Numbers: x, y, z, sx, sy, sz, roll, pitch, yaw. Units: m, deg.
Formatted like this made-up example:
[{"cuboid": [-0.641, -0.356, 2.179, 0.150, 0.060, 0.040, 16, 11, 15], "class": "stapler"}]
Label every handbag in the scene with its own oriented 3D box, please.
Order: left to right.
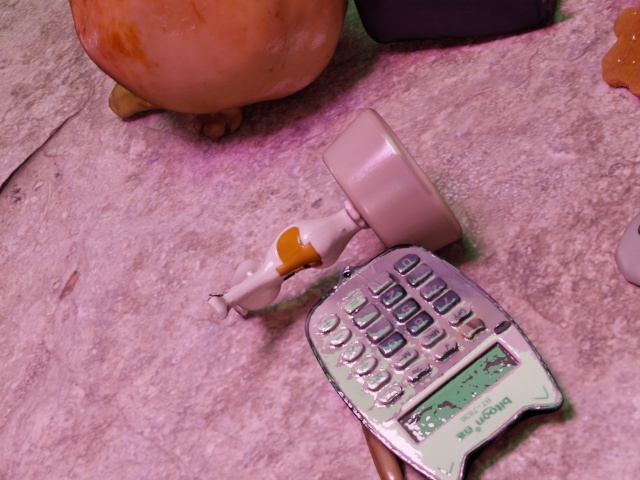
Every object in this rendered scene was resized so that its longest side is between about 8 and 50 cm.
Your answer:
[{"cuboid": [0.203, -0.419, 1.526, 0.275, 0.178, 0.301, -3, 46, 31], "class": "handbag"}]

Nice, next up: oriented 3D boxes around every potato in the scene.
[{"cuboid": [-0.268, -0.236, 1.721, 0.138, 0.070, 0.091, -13, 41, 22], "class": "potato"}]

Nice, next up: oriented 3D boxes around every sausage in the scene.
[{"cuboid": [0.056, 0.191, 1.081, 0.024, 0.024, 0.132, -26, 39, 6], "class": "sausage"}]

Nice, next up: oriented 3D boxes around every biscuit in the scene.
[{"cuboid": [0.392, -0.249, 1.277, 0.133, 0.027, 0.184, 25, 94, 60], "class": "biscuit"}]

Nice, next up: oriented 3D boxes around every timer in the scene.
[{"cuboid": [0.000, 0.000, 1.225, 0.266, 0.175, 0.175, -36, 38, 4], "class": "timer"}]

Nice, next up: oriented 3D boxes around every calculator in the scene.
[{"cuboid": [0.098, 0.110, 1.083, 0.177, 0.040, 0.268, -36, 56, -8], "class": "calculator"}]

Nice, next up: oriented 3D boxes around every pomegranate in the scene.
[{"cuboid": [-0.153, -0.337, 1.534, 0.412, 0.411, 0.411, -18, 40, 16], "class": "pomegranate"}]

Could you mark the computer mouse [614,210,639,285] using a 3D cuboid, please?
[{"cuboid": [0.371, -0.018, 1.081, 0.182, 0.056, 0.089, -22, 44, 10], "class": "computer mouse"}]
